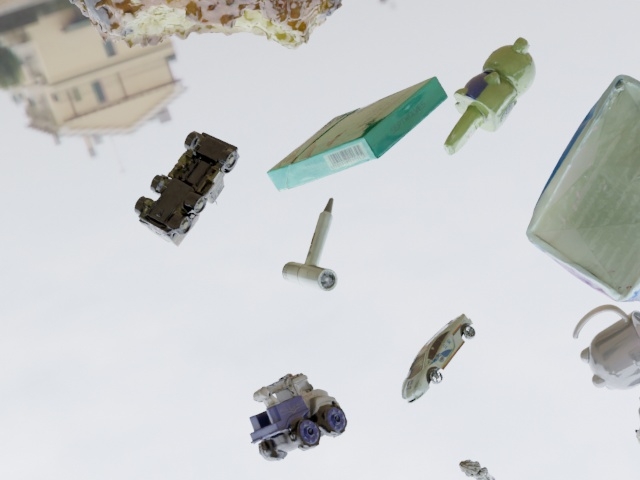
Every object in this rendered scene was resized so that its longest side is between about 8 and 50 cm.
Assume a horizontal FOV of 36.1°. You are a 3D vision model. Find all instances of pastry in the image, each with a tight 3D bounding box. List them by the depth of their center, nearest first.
[{"bbox_3d":[-0.155,-0.437,1.348,0.405,0.337,0.292,0,-174,1],"label":"pastry"}]

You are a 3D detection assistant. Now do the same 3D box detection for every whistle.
[{"bbox_3d":[0.267,-0.227,1.565,0.085,0.105,0.227,35,-101,22],"label":"whistle"}]

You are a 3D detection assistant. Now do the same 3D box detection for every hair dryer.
[{"bbox_3d":[0.004,-0.001,1.795,0.044,0.183,0.155,25,174,-28],"label":"hair dryer"}]

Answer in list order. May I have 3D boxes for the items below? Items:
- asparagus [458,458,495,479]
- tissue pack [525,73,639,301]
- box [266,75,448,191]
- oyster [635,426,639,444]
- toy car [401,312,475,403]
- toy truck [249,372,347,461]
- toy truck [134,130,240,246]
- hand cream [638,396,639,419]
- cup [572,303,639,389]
[{"bbox_3d":[0.235,0.345,1.433,0.034,0.027,0.236,14,165,22],"label":"asparagus"},{"bbox_3d":[0.339,-0.045,1.067,0.146,0.198,0.263,34,-171,21],"label":"tissue pack"},{"bbox_3d":[0.045,-0.140,1.329,0.161,0.042,0.226,-41,-164,-33],"label":"box"},{"bbox_3d":[0.586,0.295,1.499,0.198,0.259,0.092,-39,-146,18],"label":"oyster"},{"bbox_3d":[0.211,0.214,1.802,0.205,0.056,0.095,-47,-178,-30],"label":"toy car"},{"bbox_3d":[-0.062,0.394,2.243,0.213,0.177,0.161,-15,168,-48],"label":"toy truck"},{"bbox_3d":[-0.283,-0.113,2.174,0.127,0.127,0.257,26,-106,23],"label":"toy truck"},{"bbox_3d":[0.687,0.425,1.995,0.055,0.256,0.088,-23,-160,-17],"label":"hand cream"},{"bbox_3d":[0.597,0.225,1.972,0.142,0.173,0.134,-37,-137,30],"label":"cup"}]
